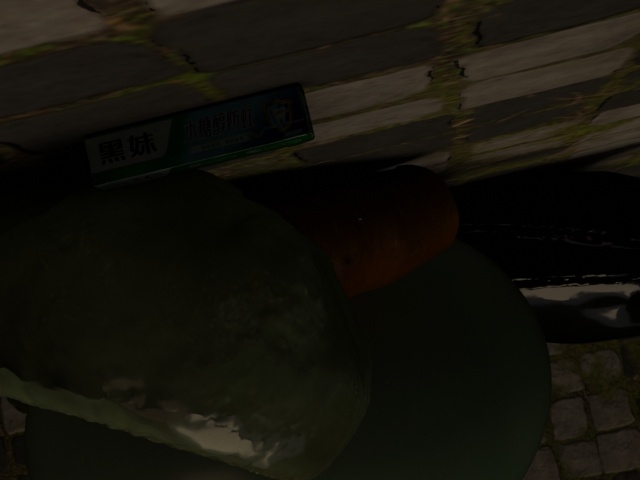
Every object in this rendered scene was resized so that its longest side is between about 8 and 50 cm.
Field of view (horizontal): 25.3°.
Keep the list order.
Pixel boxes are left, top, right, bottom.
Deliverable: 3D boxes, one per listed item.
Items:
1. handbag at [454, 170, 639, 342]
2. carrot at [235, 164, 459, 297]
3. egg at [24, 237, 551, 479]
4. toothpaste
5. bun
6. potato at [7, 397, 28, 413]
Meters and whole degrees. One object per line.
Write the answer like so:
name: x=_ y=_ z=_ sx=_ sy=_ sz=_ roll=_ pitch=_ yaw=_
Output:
handbag: x=0.153 y=0.021 z=1.310 sx=0.288 sy=0.152 sz=0.342 roll=-1 pitch=173 yaw=-4
carrot: x=0.000 y=0.000 z=0.831 sx=0.193 sy=0.087 sz=0.087 roll=-13 pitch=177 yaw=-36
egg: x=-0.015 y=0.116 z=1.010 sx=0.389 sy=0.276 sz=0.276 roll=-13 pitch=177 yaw=-25
toothpaste: x=-0.045 y=-0.037 z=0.528 sx=0.083 sy=0.020 sz=0.017 roll=-13 pitch=175 yaw=7
bun: x=-0.067 y=0.028 z=0.608 sx=0.195 sy=0.118 sz=0.195 roll=19 pitch=173 yaw=3
potato: x=-0.140 y=0.089 z=1.276 sx=0.298 sy=0.141 sz=0.176 roll=-11 pitch=-175 yaw=-27
